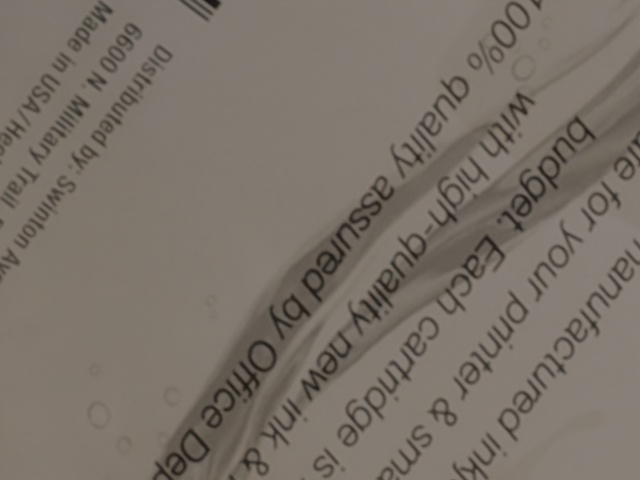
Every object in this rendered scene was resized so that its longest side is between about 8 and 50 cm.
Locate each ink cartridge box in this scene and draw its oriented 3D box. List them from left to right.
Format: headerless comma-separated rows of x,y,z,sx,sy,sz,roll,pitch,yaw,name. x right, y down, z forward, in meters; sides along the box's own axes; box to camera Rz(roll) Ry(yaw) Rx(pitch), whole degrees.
0.000,0.000,0.591,0.395,0.166,0.285,37,-87,0,ink cartridge box
